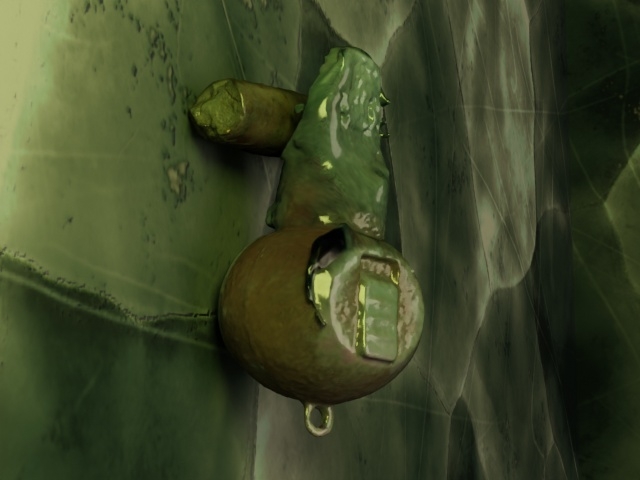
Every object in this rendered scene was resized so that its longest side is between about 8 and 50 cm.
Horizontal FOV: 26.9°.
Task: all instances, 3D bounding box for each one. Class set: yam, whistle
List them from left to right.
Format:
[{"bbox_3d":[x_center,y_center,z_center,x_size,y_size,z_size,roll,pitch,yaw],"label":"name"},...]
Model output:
[{"bbox_3d":[-0.030,-0.110,1.276,0.067,0.071,0.317,57,19,12],"label":"yam"},{"bbox_3d":[0.000,0.000,1.196,0.189,0.189,0.347,29,63,-66],"label":"whistle"}]
